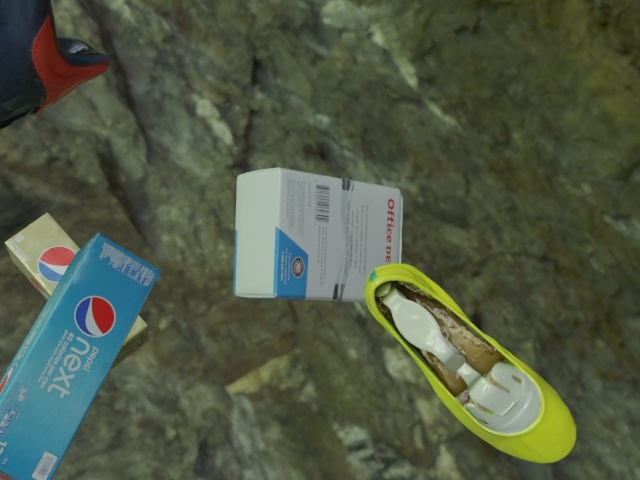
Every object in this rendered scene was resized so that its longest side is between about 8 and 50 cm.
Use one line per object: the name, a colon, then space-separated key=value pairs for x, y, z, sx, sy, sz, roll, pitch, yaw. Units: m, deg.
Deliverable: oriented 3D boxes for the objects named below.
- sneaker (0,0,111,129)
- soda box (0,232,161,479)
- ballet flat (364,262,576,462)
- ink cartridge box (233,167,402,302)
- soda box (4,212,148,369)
sneaker: x=-0.178 y=-0.217 z=0.431 sx=0.131 sy=0.148 sz=0.350 roll=39 pitch=140 yaw=42
soda box: x=-0.218 y=0.102 z=0.781 sx=0.067 sy=0.071 sz=0.210 roll=34 pitch=-120 yaw=-18
ballet flat: x=0.123 y=0.108 z=0.790 sx=0.231 sy=0.077 sz=0.077 roll=44 pitch=-175 yaw=9
ink cartridge box: x=0.000 y=0.000 z=1.057 sx=0.191 sy=0.082 sz=0.139 roll=7 pitch=-97 yaw=-43
soda box: x=-0.277 y=0.059 z=1.053 sx=0.181 sy=0.061 sz=0.058 roll=46 pitch=158 yaw=10
